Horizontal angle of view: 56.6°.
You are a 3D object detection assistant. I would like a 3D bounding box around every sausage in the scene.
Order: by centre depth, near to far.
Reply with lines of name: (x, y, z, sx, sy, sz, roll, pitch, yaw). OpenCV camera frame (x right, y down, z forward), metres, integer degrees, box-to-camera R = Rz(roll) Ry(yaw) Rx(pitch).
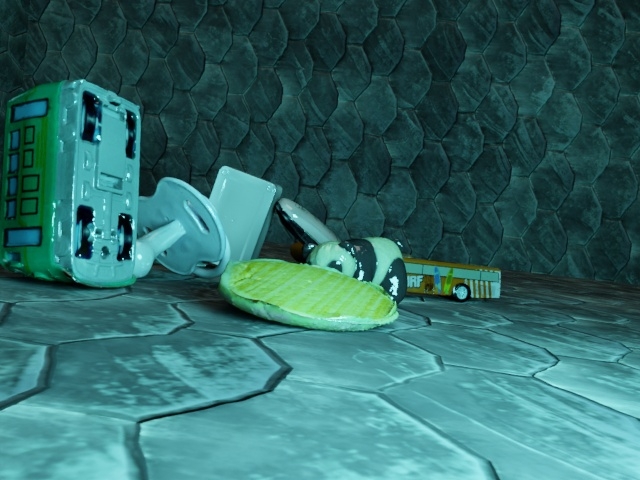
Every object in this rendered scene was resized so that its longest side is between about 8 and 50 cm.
sausage: (-0.014, 0.044, 1.982, 0.098, 0.098, 0.238, 5, 0, -34)

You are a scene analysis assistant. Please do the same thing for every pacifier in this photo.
pacifier: (-0.322, 0.009, 1.226, 0.287, 0.239, 0.225, -16, 17, 47)

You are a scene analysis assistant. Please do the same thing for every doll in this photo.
doll: (0.071, 0.060, 1.192, 0.234, 0.135, 0.143, 0, 3, -34)

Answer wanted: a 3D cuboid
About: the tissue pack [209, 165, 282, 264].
tissue pack: (-0.217, -0.054, 1.548, 0.159, 0.246, 0.136, 21, 4, 0)

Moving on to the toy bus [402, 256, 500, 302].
toy bus: (0.235, 0.089, 1.397, 0.408, 0.092, 0.093, 7, -1, -21)

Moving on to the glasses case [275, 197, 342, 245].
glasses case: (0.000, 0.000, 1.587, 0.314, 0.075, 0.122, 42, 10, -21)

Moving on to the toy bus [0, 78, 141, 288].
toy bus: (-0.434, -0.089, 1.022, 0.199, 0.344, 0.183, -2, -7, 18)

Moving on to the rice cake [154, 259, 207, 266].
rice cake: (-0.376, 0.049, 1.533, 0.170, 0.029, 0.033, 4, 9, -29)

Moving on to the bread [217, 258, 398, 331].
bread: (-0.019, 0.086, 0.955, 0.301, 0.045, 0.301, 10, 12, -2)

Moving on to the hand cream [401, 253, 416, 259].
hand cream: (0.243, 0.094, 1.691, 0.083, 0.084, 0.203, 6, 9, 5)

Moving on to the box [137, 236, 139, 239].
box: (-0.644, -0.049, 1.720, 0.252, 0.153, 0.188, 7, 3, -2)
